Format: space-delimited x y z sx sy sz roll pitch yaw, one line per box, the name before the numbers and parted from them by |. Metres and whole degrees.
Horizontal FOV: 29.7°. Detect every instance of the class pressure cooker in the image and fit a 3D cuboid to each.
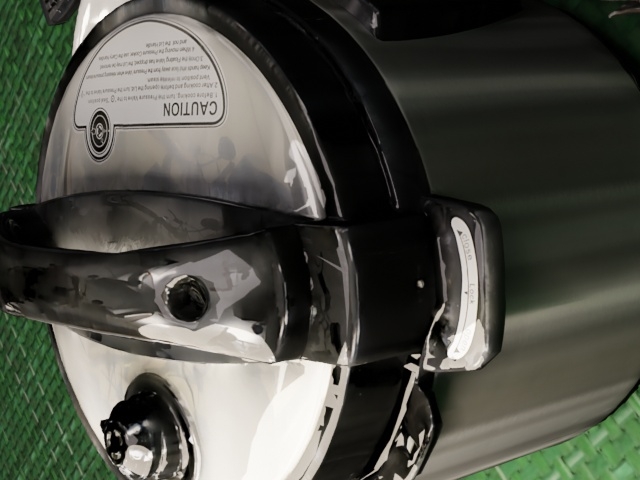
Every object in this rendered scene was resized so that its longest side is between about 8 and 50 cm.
pressure cooker | 0.001 0.006 0.824 0.375 0.420 0.370 58 135 25

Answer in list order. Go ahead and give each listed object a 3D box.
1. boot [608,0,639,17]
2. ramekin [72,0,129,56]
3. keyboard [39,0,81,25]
boot | 0.160 -0.191 0.756 0.263 0.229 0.091 24 114 44
ramekin | -0.111 -0.150 1.127 0.277 0.135 0.277 8 100 51
keyboard | -0.322 -0.426 1.413 0.201 0.033 0.317 -35 71 45
